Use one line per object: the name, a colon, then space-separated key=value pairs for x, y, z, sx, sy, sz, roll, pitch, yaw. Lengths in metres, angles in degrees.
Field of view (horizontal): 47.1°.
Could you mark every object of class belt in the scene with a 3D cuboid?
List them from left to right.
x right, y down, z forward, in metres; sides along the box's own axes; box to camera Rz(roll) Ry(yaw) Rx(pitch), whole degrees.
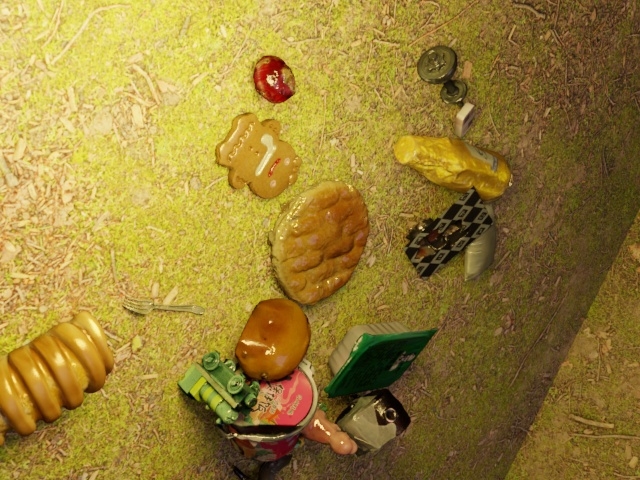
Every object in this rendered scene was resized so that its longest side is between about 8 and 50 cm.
belt: x=0.140 y=0.523 z=2.164 sx=0.184 sy=0.164 sz=0.289 roll=-37 pitch=176 yaw=-27

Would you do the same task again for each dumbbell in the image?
dumbbell: x=0.348 y=-0.434 z=2.009 sx=0.110 sy=0.110 sz=0.254 roll=-59 pitch=145 yaw=-5

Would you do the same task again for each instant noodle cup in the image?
instant noodle cup: x=-0.140 y=0.440 z=1.860 sx=0.303 sy=0.258 sz=0.181 roll=-25 pitch=140 yaw=-31

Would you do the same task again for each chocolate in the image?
chocolate: x=0.380 y=-0.212 z=2.108 sx=0.445 sy=0.162 sz=0.162 roll=8 pitch=104 yaw=-47

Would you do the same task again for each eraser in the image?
eraser: x=0.421 y=-0.353 z=2.152 sx=0.065 sy=0.026 sz=0.105 roll=-54 pitch=160 yaw=-15

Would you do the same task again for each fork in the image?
fork: x=-0.342 y=0.152 z=1.643 sx=0.219 sy=0.028 sz=0.034 roll=15 pitch=95 yaw=-49

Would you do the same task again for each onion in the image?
onion: x=-0.102 y=-0.347 z=1.592 sx=0.107 sy=0.097 sz=0.107 roll=44 pitch=34 yaw=-41

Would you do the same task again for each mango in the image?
mango: x=-0.111 y=0.246 z=1.837 sx=0.236 sy=0.166 sz=0.136 roll=-65 pitch=-178 yaw=-39

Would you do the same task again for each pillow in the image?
pillow: x=0.518 y=0.002 z=2.424 sx=0.144 sy=0.078 sz=0.254 roll=-26 pitch=126 yaw=-24

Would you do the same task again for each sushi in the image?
sushi: x=0.379 y=-0.033 z=2.248 sx=0.292 sy=0.059 sz=0.294 roll=-40 pitch=148 yaw=2

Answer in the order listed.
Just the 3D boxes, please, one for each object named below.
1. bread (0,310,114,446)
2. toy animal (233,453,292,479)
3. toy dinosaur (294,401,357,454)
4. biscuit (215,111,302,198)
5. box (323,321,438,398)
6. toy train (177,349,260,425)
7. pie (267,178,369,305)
bread: x=-0.548 y=0.283 z=1.427 sx=0.311 sy=0.121 sz=0.172 roll=-33 pitch=132 yaw=-29
toy animal: x=-0.162 y=0.681 z=2.032 sx=0.272 sy=0.160 sz=0.197 roll=-49 pitch=136 yaw=-27
toy dinosaur: x=-0.011 y=0.546 z=2.060 sx=0.194 sy=0.177 sz=0.152 roll=33 pitch=88 yaw=-23
biscuit: x=-0.134 y=-0.184 z=1.682 sx=0.184 sy=0.035 sz=0.249 roll=-57 pitch=139 yaw=-7
box: x=0.154 y=0.327 z=2.160 sx=0.337 sy=0.106 sz=0.264 roll=2 pitch=131 yaw=-47
toy train: x=-0.234 y=0.350 z=1.730 sx=0.132 sy=0.200 sz=0.083 roll=-51 pitch=136 yaw=-6
pie: x=0.000 y=0.000 z=1.886 sx=0.340 sy=0.083 sz=0.339 roll=-20 pitch=121 yaw=-37
